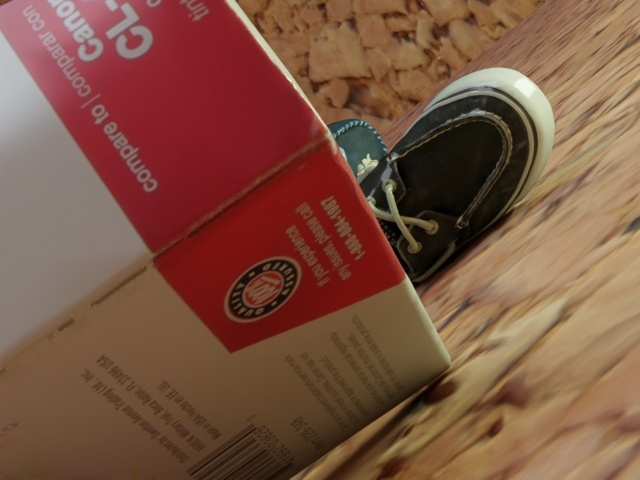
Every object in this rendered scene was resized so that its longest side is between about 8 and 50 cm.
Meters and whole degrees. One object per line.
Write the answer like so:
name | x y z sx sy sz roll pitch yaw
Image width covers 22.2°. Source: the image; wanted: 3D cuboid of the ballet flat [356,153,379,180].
ballet flat | -0.026 0.035 1.092 0.241 0.077 0.091 -41 5 -6

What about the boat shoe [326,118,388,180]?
boat shoe | 0.000 0.000 1.252 0.089 0.109 0.258 -26 30 47

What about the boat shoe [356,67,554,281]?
boat shoe | 0.053 -0.014 0.951 0.219 0.078 0.070 -48 -3 42

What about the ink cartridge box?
ink cartridge box | -0.123 0.054 0.613 0.306 0.131 0.226 -33 -26 -2
